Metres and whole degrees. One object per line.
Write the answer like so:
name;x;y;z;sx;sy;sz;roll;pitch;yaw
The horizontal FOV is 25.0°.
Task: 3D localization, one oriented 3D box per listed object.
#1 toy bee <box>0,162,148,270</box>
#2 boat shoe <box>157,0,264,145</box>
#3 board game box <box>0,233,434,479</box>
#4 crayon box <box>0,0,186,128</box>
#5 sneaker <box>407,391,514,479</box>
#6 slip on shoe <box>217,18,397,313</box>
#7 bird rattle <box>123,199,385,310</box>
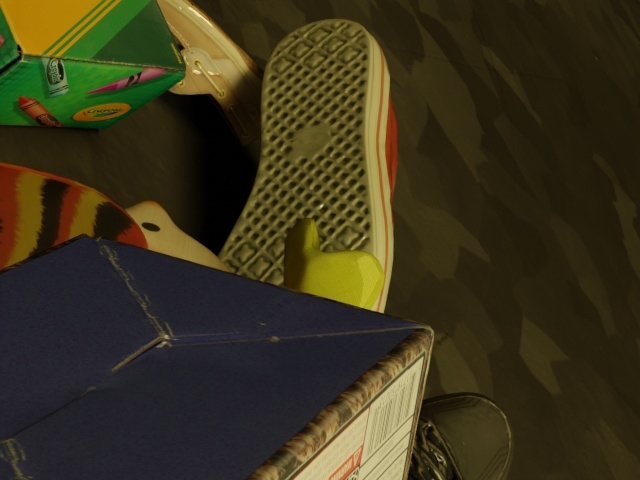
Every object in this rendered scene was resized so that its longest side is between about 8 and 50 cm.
toy bee;-0.216;0.038;0.530;0.162;0.195;0.298;40;33;17
boat shoe;-0.087;-0.127;1.034;0.170;0.059;0.063;43;4;-36
board game box;-0.086;0.173;0.458;0.232;0.141;0.291;-30;132;-64
crayon box;-0.208;-0.206;0.879;0.165;0.081;0.278;-7;69;-62
sneaker;0.038;0.153;0.823;0.267;0.106;0.101;-27;77;-43
slip on shoe;0.000;0.000;0.966;0.101;0.123;0.331;63;28;-49
bird rattle;-0.101;0.071;0.756;0.253;0.143;0.207;-27;60;-34
